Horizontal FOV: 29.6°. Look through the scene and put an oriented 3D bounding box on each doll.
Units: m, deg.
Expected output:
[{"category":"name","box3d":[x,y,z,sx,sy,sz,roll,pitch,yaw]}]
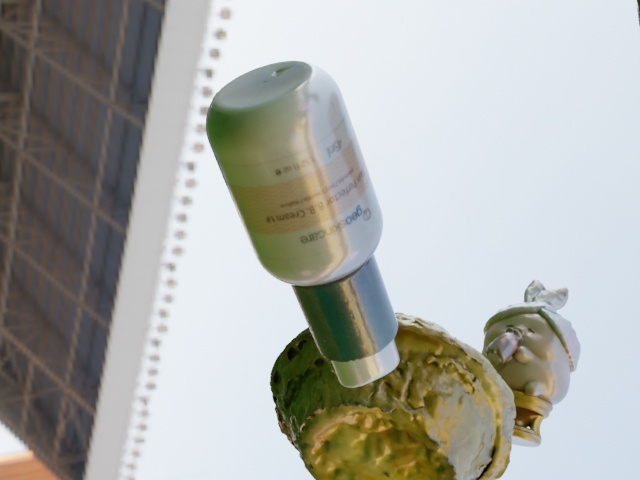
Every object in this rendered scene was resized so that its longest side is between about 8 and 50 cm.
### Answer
[{"category":"doll","box3d":[0.149,0.084,0.899,0.073,0.084,0.127,2,-110,39]}]

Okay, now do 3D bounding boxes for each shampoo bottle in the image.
[{"category":"shampoo bottle","box3d":[0.000,0.000,0.656,0.074,0.074,0.192,28,-36,55]}]

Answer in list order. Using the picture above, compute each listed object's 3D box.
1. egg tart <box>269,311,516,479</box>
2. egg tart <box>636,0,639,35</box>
[{"category":"egg tart","box3d":[0.045,0.133,0.855,0.074,0.191,0.191,-64,178,-50]},{"category":"egg tart","box3d":[0.342,-0.143,0.744,0.297,0.132,0.297,-9,-103,47]}]
